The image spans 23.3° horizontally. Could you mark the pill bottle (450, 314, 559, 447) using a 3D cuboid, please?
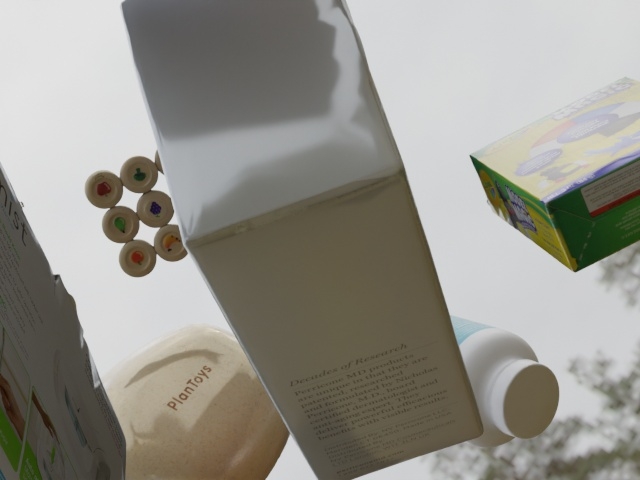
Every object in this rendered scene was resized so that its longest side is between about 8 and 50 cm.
[{"bbox_3d":[0.172,0.170,1.922,0.146,0.264,0.146,-6,-79,-34],"label":"pill bottle"}]

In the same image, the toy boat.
[{"bbox_3d":[-0.090,0.232,1.479,0.267,0.318,0.148,-40,-24,-44],"label":"toy boat"}]

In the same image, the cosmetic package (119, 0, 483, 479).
[{"bbox_3d":[0.000,0.000,1.246,0.161,0.230,0.453,-19,-33,2],"label":"cosmetic package"}]

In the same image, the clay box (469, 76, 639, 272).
[{"bbox_3d":[0.179,-0.051,1.012,0.127,0.222,0.053,-26,-75,-3],"label":"clay box"}]

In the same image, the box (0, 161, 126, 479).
[{"bbox_3d":[-0.205,0.118,0.876,0.127,0.231,0.262,-14,-52,5],"label":"box"}]

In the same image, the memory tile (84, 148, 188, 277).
[{"bbox_3d":[-0.142,-0.038,1.496,0.148,0.012,0.113,-25,-85,-5],"label":"memory tile"}]
